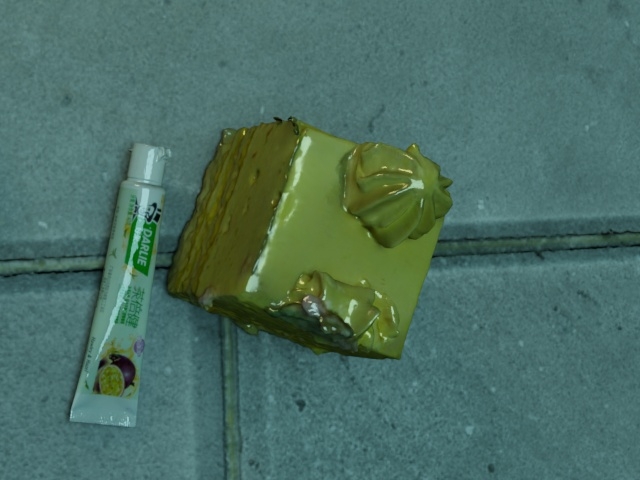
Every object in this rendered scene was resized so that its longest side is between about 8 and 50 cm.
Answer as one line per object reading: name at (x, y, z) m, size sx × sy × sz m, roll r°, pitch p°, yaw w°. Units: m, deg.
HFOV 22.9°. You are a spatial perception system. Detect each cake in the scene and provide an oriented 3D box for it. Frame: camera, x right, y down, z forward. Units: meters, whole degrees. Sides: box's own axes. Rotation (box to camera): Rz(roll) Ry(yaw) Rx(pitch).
cake at (0.000, 0.000, 1.717) m, size 0.222 × 0.286 × 0.228 m, roll 22°, pitch 81°, yaw -24°

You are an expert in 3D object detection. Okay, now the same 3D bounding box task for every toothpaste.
toothpaste at (-0.217, 0.049, 1.750) m, size 0.058 × 0.056 × 0.315 m, roll 9°, pitch 89°, yaw 15°
